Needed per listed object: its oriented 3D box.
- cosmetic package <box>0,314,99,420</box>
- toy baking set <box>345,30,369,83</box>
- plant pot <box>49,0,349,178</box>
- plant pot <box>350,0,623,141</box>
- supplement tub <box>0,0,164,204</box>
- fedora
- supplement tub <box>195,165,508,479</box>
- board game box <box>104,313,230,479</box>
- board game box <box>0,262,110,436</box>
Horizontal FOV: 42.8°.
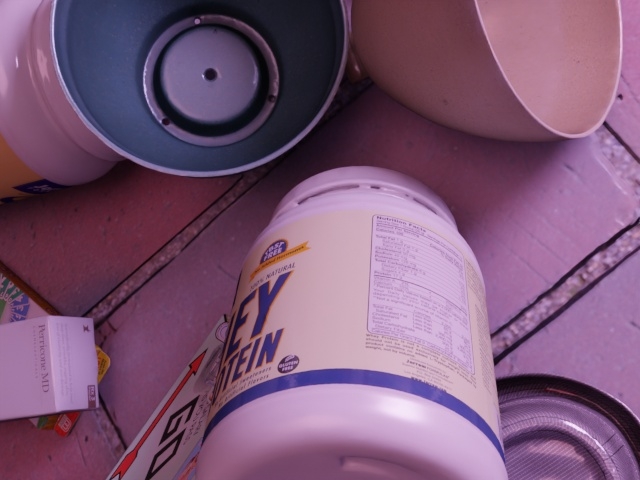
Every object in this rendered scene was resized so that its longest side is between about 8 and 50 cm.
[{"bbox_3d":[-0.391,0.165,0.998,0.231,0.085,0.117,-13,78,22],"label":"cosmetic package"},{"bbox_3d":[0.086,-0.306,0.947,0.197,0.030,0.256,5,89,18],"label":"toy baking set"},{"bbox_3d":[-0.124,-0.201,0.897,0.293,0.196,0.293,0,86,-4],"label":"plant pot"},{"bbox_3d":[0.143,-0.223,0.796,0.191,0.284,0.284,-8,77,44],"label":"plant pot"},{"bbox_3d":[-0.387,-0.169,1.005,0.331,0.241,0.241,-11,77,21],"label":"supplement tub"},{"bbox_3d":[0.180,0.249,0.754,0.275,0.124,0.243,-32,70,15],"label":"fedora"},{"bbox_3d":[0.032,0.106,0.715,0.235,0.235,0.325,-19,35,19],"label":"supplement tub"},{"bbox_3d":[-0.096,0.258,0.814,0.213,0.046,0.317,30,67,10],"label":"board game box"},{"bbox_3d":[-0.393,0.134,1.069,0.259,0.039,0.124,33,95,22],"label":"board game box"}]
